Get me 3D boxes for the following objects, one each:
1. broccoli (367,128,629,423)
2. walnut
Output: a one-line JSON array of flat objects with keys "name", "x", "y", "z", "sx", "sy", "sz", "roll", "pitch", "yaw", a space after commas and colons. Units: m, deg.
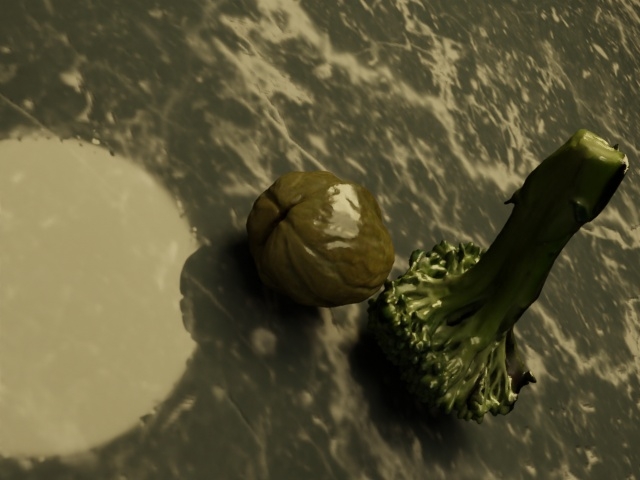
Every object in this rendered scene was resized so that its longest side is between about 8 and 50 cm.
[{"name": "broccoli", "x": 0.109, "y": 0.016, "z": 0.563, "sx": 0.122, "sy": 0.204, "sz": 0.118, "roll": -1, "pitch": 47, "yaw": -37}, {"name": "walnut", "x": 0.000, "y": 0.000, "z": 0.560, "sx": 0.092, "sy": 0.092, "sz": 0.092, "roll": 27, "pitch": 44, "yaw": -30}]
